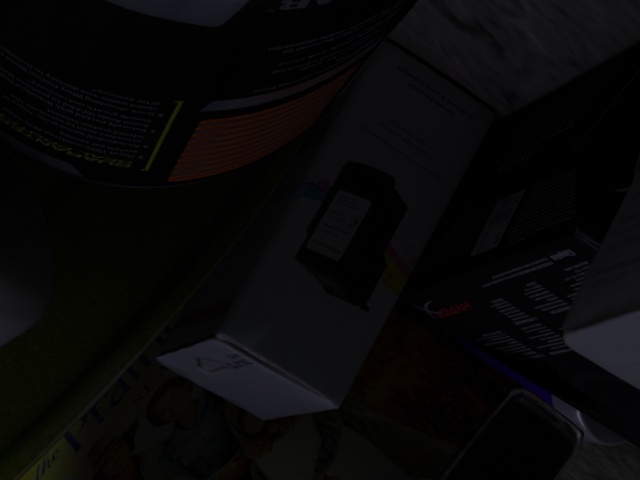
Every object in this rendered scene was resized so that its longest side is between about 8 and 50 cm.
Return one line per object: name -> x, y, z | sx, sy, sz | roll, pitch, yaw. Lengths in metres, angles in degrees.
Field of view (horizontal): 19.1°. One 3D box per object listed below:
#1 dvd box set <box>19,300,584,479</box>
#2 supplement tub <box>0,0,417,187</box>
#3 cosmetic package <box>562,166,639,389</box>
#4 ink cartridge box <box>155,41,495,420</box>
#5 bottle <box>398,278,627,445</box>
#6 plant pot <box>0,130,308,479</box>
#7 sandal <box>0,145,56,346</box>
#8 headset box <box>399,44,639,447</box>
dvd box set -> -0.065, 0.140, 1.084 | 0.062, 0.307, 0.420 | 40, 178, -29
supplement tub -> -0.051, -0.129, 0.643 | 0.194, 0.193, 0.316 | 30, 163, -6
cosmetic package -> 0.219, 0.010, 0.692 | 0.184, 0.151, 0.151 | 31, 164, -9
ink cartridge box -> 0.000, 0.000, 0.975 | 0.072, 0.175, 0.127 | 32, 163, -12
bottle -> 0.079, 0.072, 1.162 | 0.092, 0.118, 0.283 | 40, 161, -33
plant pot -> -0.256, -0.064, 0.974 | 0.353, 0.366, 0.366 | 44, 160, -12
sandal -> -0.265, -0.084, 0.645 | 0.416, 0.102, 0.169 | 43, -167, -20
headset box -> 0.213, 0.045, 0.881 | 0.293, 0.110, 0.218 | 32, 164, -9
